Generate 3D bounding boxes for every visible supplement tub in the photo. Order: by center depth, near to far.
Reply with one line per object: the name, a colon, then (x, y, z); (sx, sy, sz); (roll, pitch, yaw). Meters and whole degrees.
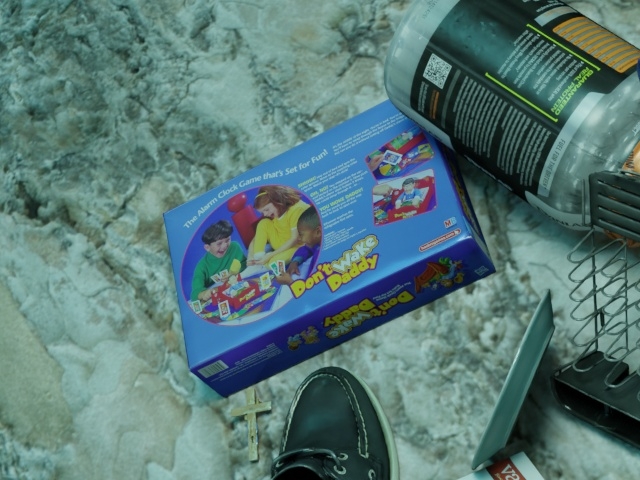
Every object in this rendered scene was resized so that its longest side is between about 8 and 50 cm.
supplement tub: (0.236, -0.140, 1.481); (0.316, 0.193, 0.193); (39, 84, 28)

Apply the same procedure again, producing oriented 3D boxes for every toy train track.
toy train track: (-0.074, 0.205, 1.586); (0.048, 0.014, 0.083); (-12, 60, 15)

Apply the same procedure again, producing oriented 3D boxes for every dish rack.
dish rack: (0.305, 0.072, 1.291); (0.208, 0.271, 0.074); (25, 47, 39)

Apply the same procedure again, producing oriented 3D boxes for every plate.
plate: (0.190, 0.136, 1.373); (0.024, 0.188, 0.188); (23, 72, 10)

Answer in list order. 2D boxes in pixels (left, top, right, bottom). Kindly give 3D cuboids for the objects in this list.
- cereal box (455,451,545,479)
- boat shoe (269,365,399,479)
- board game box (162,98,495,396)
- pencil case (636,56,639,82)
cereal box: (0.127, 0.307, 1.311); (0.240, 0.047, 0.173); (-22, 47, -16)
boat shoe: (-0.002, 0.264, 1.436); (0.127, 0.113, 0.340); (-11, 56, 25)
board game box: (0.000, 0.000, 1.631); (0.347, 0.078, 0.233); (-26, 50, 14)
pencil case: (0.434, -0.187, 1.273); (0.306, 0.133, 0.119); (-32, 86, 8)
